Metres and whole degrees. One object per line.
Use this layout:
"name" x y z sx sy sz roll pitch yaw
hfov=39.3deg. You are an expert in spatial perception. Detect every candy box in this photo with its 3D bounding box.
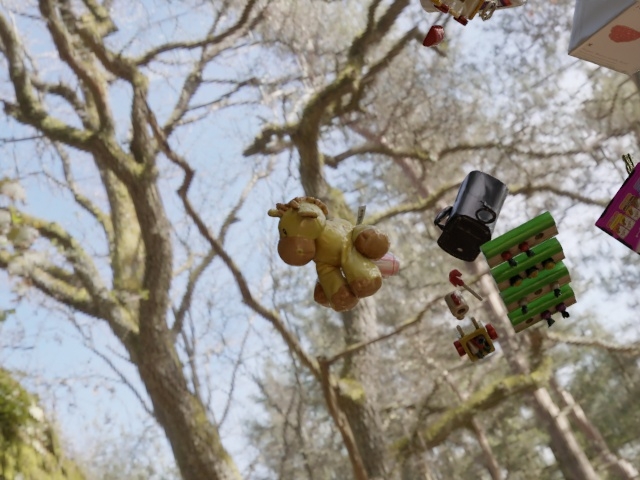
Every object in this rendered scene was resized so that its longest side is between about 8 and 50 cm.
"candy box" 0.694 -0.029 1.790 0.159 0.233 0.071 -58 -27 14

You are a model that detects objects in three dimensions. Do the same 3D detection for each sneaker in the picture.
"sneaker" 0.098 0.044 1.638 0.070 0.051 0.134 3 -2 -7

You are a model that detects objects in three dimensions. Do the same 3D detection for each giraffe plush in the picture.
"giraffe plush" 0.000 0.000 1.520 0.170 0.210 0.181 25 -41 -31

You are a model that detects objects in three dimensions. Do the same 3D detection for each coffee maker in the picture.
"coffee maker" 0.351 -0.065 1.971 0.120 0.178 0.171 44 -45 -16

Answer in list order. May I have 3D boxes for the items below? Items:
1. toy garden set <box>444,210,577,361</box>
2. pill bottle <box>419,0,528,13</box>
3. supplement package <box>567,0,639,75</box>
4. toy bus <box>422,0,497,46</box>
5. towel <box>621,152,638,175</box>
"toy garden set" 0.276 0.086 1.325 0.204 0.049 0.244 -28 -39 5
"pill bottle" 0.286 -0.479 1.678 0.193 0.108 0.108 0 -18 34
"supplement package" 0.712 -0.521 2.010 0.177 0.175 0.293 16 -15 -10
"toy bus" 0.211 -0.427 1.464 0.191 0.104 0.202 -39 -23 -26
"towel" 0.779 -0.141 2.170 0.027 0.110 0.148 -32 -46 32
